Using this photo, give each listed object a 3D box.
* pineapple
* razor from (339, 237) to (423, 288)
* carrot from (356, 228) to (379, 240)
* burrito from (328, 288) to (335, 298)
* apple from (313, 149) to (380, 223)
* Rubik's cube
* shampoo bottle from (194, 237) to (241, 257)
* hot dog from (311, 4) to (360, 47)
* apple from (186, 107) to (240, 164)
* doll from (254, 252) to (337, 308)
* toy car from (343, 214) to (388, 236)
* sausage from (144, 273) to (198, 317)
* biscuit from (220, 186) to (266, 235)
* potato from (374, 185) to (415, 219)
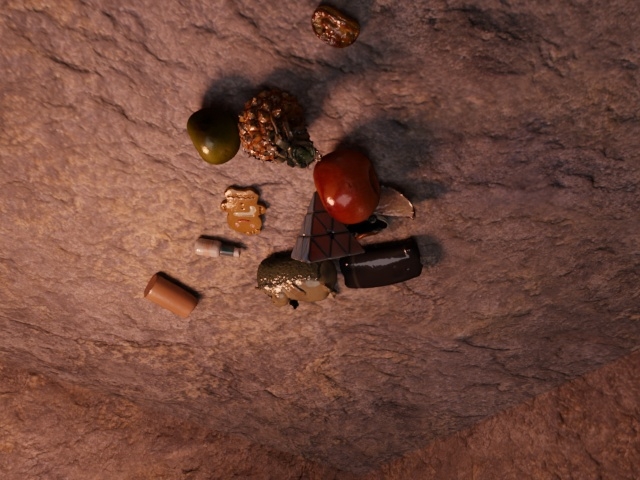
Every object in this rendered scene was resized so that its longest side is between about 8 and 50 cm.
[{"bbox_3d":[-0.104,-0.316,1.540,0.263,0.271,0.262,-16,128,-22],"label":"pineapple"},{"bbox_3d":[0.258,0.107,2.093,0.349,0.113,0.204,-11,130,14],"label":"razor"},{"bbox_3d":[0.195,-0.029,2.021,0.142,0.035,0.035,-23,129,32],"label":"carrot"},{"bbox_3d":[0.034,0.215,2.263,0.055,0.041,0.149,-1,136,24],"label":"burrito"},{"bbox_3d":[0.097,-0.188,1.719,0.206,0.251,0.271,-18,118,13],"label":"apple"},{"bbox_3d":[0.001,-0.002,1.902,0.233,0.229,0.228,-41,145,-10],"label":"Rubik's cube"},{"bbox_3d":[-0.437,0.038,2.094,0.192,0.074,0.074,9,134,-4],"label":"shampoo bottle"},{"bbox_3d":[0.044,-0.619,1.424,0.147,0.065,0.099,23,141,-21],"label":"hot dog"},{"bbox_3d":[-0.351,-0.349,1.634,0.157,0.196,0.196,-22,134,-10],"label":"apple"},{"bbox_3d":[-0.103,0.169,2.094,0.350,0.247,0.247,3,135,14],"label":"doll"},{"bbox_3d":[0.172,-0.065,1.959,0.205,0.056,0.095,-10,147,23],"label":"toy car"},{"bbox_3d":[-0.692,0.269,2.308,0.253,0.123,0.123,35,127,-28],"label":"sausage"},{"bbox_3d":[-0.308,-0.111,1.968,0.184,0.035,0.248,4,135,0],"label":"biscuit"},{"bbox_3d":[0.242,-0.150,1.878,0.261,0.100,0.120,8,99,15],"label":"potato"}]
